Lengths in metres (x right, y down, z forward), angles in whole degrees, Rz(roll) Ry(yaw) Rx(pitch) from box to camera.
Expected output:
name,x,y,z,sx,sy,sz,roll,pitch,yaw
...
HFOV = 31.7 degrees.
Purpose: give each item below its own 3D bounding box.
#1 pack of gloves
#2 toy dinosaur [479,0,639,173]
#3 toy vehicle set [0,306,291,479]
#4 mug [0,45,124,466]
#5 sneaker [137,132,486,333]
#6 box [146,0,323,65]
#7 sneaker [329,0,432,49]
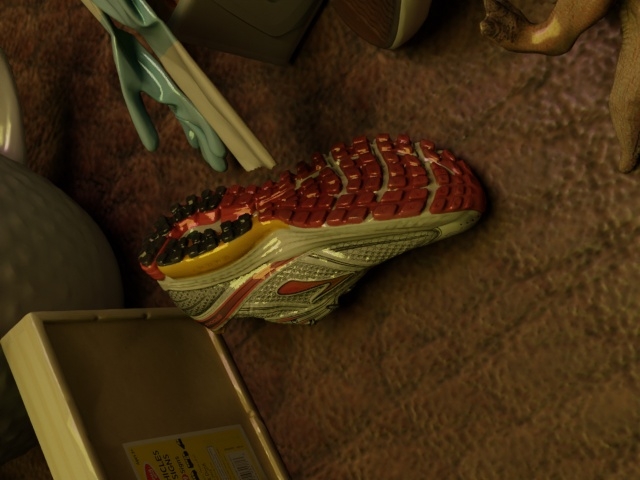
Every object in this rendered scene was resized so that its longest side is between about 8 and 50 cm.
name,x,y,z,sx,sy,sz,roll,pitch,yaw
pack of gloves,-0.133,-0.125,0.725,0.046,0.195,0.232,-40,102,-7
toy dinosaur,0.194,-0.178,0.559,0.200,0.127,0.296,5,97,30
toy vehicle set,-0.084,0.163,0.718,0.035,0.166,0.267,-40,65,28
mug,-0.309,0.001,0.790,0.276,0.328,0.374,3,89,36
sneaker,0.000,0.000,0.723,0.225,0.093,0.088,-14,36,23
box,-0.078,-0.289,0.759,0.262,0.126,0.231,46,116,29
sneaker,0.056,-0.232,0.626,0.106,0.123,0.290,44,158,27
